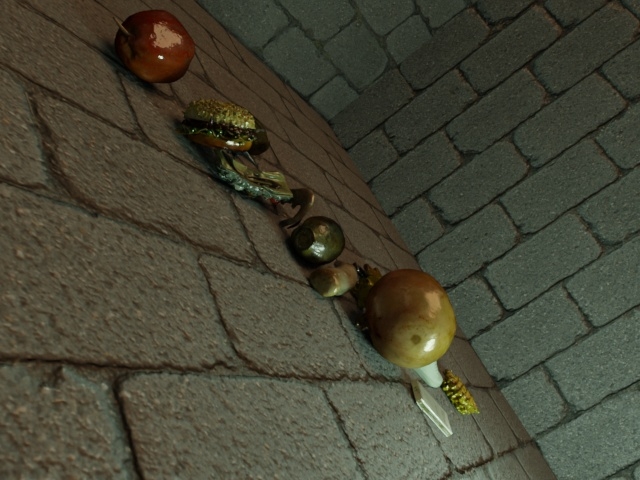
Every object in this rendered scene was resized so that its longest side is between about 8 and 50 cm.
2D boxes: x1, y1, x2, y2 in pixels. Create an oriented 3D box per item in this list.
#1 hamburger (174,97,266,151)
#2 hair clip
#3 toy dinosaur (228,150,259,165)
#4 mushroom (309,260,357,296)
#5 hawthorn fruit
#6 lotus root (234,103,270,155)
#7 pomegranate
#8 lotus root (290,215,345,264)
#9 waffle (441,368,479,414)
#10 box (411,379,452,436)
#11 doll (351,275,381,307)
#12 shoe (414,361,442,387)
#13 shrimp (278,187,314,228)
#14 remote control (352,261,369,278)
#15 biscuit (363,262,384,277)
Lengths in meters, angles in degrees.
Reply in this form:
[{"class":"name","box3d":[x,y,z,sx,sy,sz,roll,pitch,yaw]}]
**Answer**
[{"class":"hamburger","box3d":[-0.292,-0.345,1.722,0.262,0.138,0.243,14,11,6]},{"class":"hair clip","box3d":[-0.223,-0.186,1.822,0.321,0.091,0.138,19,34,-47]},{"class":"toy dinosaur","box3d":[-0.287,-0.314,1.991,0.197,0.045,0.080,35,16,-26]},{"class":"mushroom","box3d":[0.057,0.125,1.950,0.123,0.095,0.351,37,11,9]},{"class":"hawthorn fruit","box3d":[-0.493,-0.561,1.648,0.210,0.211,0.262,57,24,15]},{"class":"lotus root","box3d":[-0.274,-0.392,2.064,0.241,0.123,0.123,44,29,-49]},{"class":"pomegranate","box3d":[0.275,0.259,1.930,0.338,0.338,0.338,48,16,-18]},{"class":"lotus root","box3d":[0.000,0.000,1.940,0.160,0.152,0.275,63,18,9]},{"class":"waffle","box3d":[0.567,0.629,2.394,0.193,0.070,0.197,41,16,-38]},{"class":"box","box3d":[0.388,0.586,2.020,0.198,0.029,0.109,49,15,-19]},{"class":"doll","box3d":[0.212,0.194,2.187,0.221,0.143,0.135,14,39,-57]},{"class":"shoe","box3d":[0.414,0.467,2.218,0.265,0.110,0.095,42,17,-28]},{"class":"shrimp","box3d":[-0.106,-0.112,1.970,0.219,0.152,0.046,10,-18,47]},{"class":"remote control","box3d":[0.204,0.169,2.411,0.212,0.028,0.059,45,16,-29]},{"class":"biscuit","box3d":[0.244,0.173,2.407,0.205,0.031,0.138,24,39,-56]}]
